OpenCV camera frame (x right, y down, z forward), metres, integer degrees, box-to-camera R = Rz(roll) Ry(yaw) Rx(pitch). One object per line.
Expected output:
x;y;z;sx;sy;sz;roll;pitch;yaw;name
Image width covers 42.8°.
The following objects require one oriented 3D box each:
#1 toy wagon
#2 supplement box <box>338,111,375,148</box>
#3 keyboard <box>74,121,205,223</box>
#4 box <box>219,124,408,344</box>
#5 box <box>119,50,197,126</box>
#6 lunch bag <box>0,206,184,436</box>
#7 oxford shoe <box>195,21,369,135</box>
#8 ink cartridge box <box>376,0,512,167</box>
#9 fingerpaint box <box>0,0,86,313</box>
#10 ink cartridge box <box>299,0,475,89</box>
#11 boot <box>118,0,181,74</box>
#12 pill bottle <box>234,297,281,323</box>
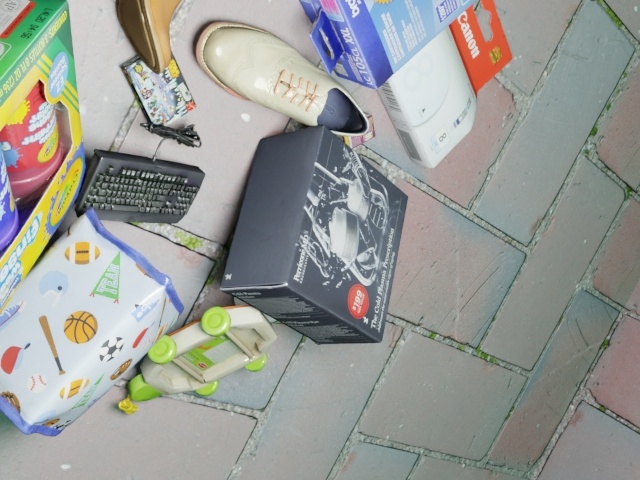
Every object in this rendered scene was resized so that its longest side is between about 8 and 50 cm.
-0.261;0.245;1.666;0.344;0.068;0.267;-27;152;1;toy wagon
0.074;-0.239;1.782;0.083;0.043;0.055;-29;126;-25;supplement box
-0.299;-0.123;1.458;0.317;0.033;0.201;0;114;-67;keyboard
0.000;0.000;1.653;0.312;0.179;0.343;33;60;-42;box
-0.291;-0.278;1.477;0.094;0.027;0.137;-38;130;-20;box
-0.417;0.157;1.419;0.328;0.239;0.385;-45;170;-12;lunch bag
-0.056;-0.306;1.572;0.397;0.146;0.140;17;100;-42;oxford shoe
0.304;-0.402;1.861;0.385;0.091;0.308;-44;132;-12;ink cartridge box
-0.487;-0.070;1.088;0.371;0.163;0.445;105;5;-51;fingerpaint box
0.115;-0.496;1.625;0.395;0.151;0.270;-43;131;-13;ink cartridge box
-0.240;-0.446;1.395;0.220;0.109;0.283;-27;114;-33;boot
-0.081;0.125;1.781;0.208;0.117;0.117;13;102;-43;pill bottle
